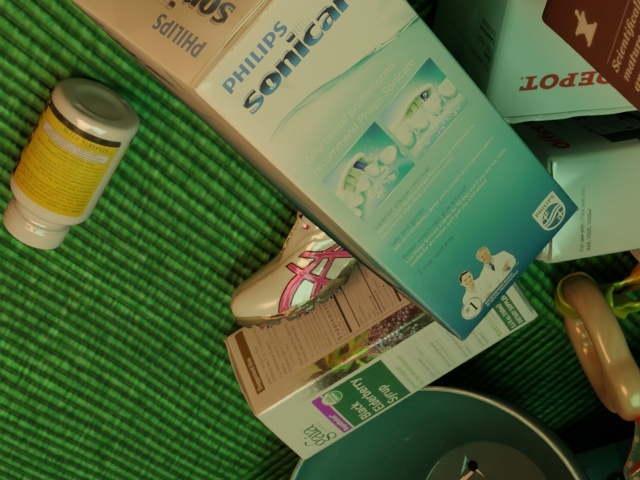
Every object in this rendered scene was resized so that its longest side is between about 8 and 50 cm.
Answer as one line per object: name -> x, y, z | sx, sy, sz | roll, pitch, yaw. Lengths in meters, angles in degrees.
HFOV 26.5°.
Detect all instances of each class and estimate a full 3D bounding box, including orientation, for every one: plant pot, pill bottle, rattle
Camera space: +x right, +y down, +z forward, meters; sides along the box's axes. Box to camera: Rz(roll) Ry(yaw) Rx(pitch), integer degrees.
plant pot -> 0.131, 0.267, 1.251 | 0.290, 0.290, 0.195 | -43, 167, 16
pill bottle -> -0.180, -0.052, 0.962 | 0.065, 0.065, 0.116 | 16, 121, -32
rattle -> 0.297, 0.105, 1.195 | 0.142, 0.200, 0.130 | -10, 132, -14

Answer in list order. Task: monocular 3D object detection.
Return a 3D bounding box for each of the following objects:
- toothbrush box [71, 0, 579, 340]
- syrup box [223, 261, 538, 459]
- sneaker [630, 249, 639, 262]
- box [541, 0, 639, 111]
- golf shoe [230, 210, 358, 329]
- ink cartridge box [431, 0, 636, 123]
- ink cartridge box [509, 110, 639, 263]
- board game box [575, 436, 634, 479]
toothbrush box -> -0.001, -0.093, 0.881 | 0.126, 0.216, 0.295 | -50, 130, -1
syrup box -> 0.049, 0.074, 1.137 | 0.237, 0.096, 0.093 | -33, 138, 6
sneaker -> 0.376, 0.020, 1.121 | 0.151, 0.256, 0.094 | -25, 139, -9
box -> 0.347, -0.198, 0.845 | 0.381, 0.143, 0.191 | -7, 131, -25
golf shoe -> 0.000, 0.000, 1.089 | 0.186, 0.067, 0.086 | -32, 107, 6
ink cartridge box -> 0.204, -0.232, 0.924 | 0.201, 0.117, 0.278 | -7, 131, -19
ink cartridge box -> 0.237, -0.059, 1.055 | 0.208, 0.153, 0.087 | -9, 112, -15
board game box -> 0.408, 0.300, 1.430 | 0.253, 0.079, 0.336 | -20, 141, 15
